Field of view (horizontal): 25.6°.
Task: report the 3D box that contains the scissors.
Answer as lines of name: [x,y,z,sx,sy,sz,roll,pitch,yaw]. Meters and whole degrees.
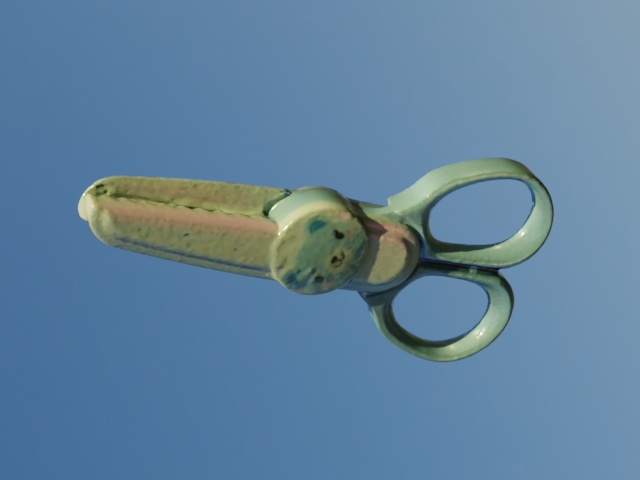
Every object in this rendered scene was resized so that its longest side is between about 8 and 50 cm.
scissors: [0.000,0.000,0.739,0.256,0.125,0.030,9,-151,-25]
